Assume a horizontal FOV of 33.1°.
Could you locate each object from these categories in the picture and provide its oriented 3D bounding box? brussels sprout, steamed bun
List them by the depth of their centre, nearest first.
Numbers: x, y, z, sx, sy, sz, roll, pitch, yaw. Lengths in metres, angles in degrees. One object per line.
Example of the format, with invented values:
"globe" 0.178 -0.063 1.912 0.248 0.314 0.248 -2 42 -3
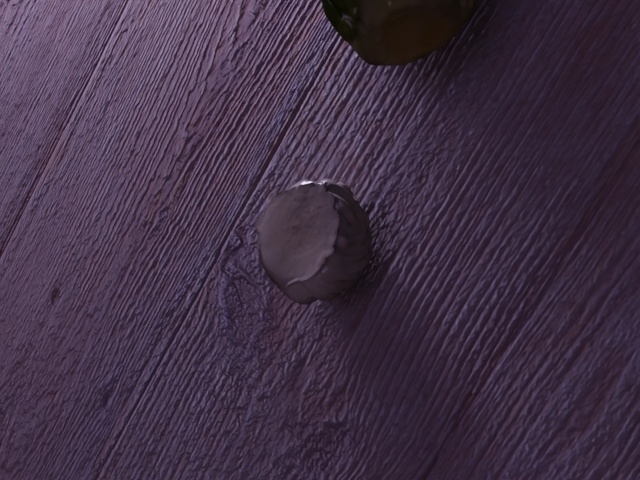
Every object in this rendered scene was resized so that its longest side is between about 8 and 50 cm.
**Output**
"brussels sprout" 0.096 -0.379 1.407 0.227 0.259 0.294 -24 65 33
"steamed bun" 0.000 0.000 1.510 0.183 0.106 0.183 -10 72 34
